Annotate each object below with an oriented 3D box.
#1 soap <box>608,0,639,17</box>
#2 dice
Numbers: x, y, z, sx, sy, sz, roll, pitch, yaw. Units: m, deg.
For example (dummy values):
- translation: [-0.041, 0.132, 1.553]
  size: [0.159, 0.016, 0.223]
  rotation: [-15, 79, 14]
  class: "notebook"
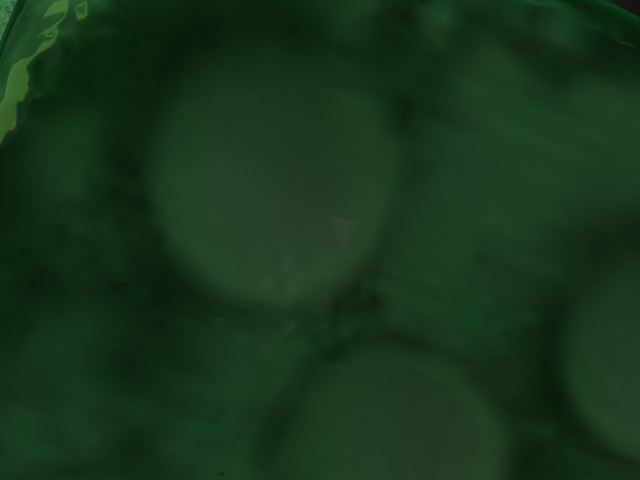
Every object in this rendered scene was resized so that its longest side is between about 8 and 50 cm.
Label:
- translation: [0.159, -0.194, 1.028]
  size: [0.181, 0.081, 0.259]
  rotation: [-66, 12, -14]
  class: "soap"
- translation: [-0.001, 0.058, 0.604]
  size: [0.328, 0.348, 0.330]
  rotation: [-156, 87, -77]
  class: "dice"
